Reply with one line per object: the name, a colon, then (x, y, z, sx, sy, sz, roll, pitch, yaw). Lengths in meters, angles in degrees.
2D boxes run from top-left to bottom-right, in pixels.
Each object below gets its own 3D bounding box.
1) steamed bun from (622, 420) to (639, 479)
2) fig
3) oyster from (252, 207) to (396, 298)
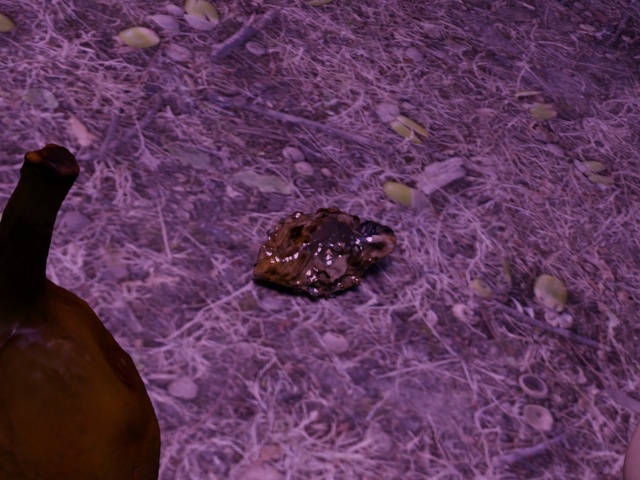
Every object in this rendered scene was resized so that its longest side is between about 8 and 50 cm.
steamed bun: (0.354, 0.225, 0.842, 0.228, 0.131, 0.177, 23, 50, -7)
fig: (-0.171, 0.070, 0.626, 0.190, 0.290, 0.190, 20, 14, -5)
oyster: (-0.001, 0.004, 0.954, 0.103, 0.051, 0.148, 34, 50, 20)
